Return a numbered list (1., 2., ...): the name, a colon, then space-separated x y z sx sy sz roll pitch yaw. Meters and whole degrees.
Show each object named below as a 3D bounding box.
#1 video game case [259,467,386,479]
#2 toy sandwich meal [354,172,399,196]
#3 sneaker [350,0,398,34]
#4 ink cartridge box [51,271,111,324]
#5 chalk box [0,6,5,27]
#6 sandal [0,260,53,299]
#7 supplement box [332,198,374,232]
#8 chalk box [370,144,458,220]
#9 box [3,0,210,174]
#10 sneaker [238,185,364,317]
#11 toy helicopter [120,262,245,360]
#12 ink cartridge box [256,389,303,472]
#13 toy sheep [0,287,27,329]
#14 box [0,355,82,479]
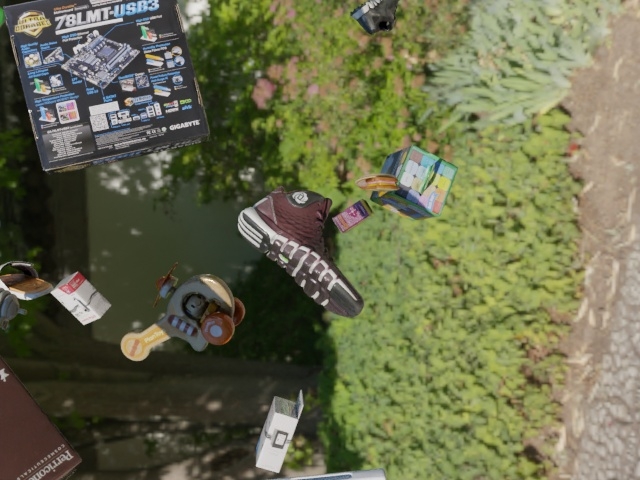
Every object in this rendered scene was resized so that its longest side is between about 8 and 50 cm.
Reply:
1. video game case: 0.010 0.474 1.279 0.026 0.207 0.226 -95 0 -61
2. toy sandwich meal: 0.101 -0.096 1.365 0.085 0.086 0.029 131 138 -76
3. sneaker: 0.182 -0.652 2.223 0.078 0.234 0.106 -25 104 50
4. ink cartridge box: -0.666 0.163 2.167 0.099 0.135 0.056 -23 25 42
5. chalk box: -0.899 -0.469 1.823 0.289 0.179 0.180 -57 31 -8
6. sandal: -0.747 0.088 1.933 0.265 0.102 0.076 5 111 43
7. supplement box: 0.076 -0.055 1.770 0.043 0.083 0.055 57 -172 6
8. chalk box: 0.229 -0.135 1.839 0.132 0.132 0.213 -67 14 -8
9. box: -0.370 -0.290 1.367 0.073 0.296 0.293 157 98 -81
10. sneaker: 0.000 0.000 1.423 0.162 0.281 0.106 -47 -3 -30
11. toy helicopter: -0.390 0.201 2.039 0.235 0.355 0.140 56 -162 -11
12. ink cartridge box: -0.098 0.445 1.858 0.104 0.060 0.180 -112 40 -79
13. toy sheep: -0.713 0.147 1.716 0.091 0.132 0.091 -165 90 -86
14. box: -0.645 0.337 1.450 0.381 0.191 0.143 49 143 5
